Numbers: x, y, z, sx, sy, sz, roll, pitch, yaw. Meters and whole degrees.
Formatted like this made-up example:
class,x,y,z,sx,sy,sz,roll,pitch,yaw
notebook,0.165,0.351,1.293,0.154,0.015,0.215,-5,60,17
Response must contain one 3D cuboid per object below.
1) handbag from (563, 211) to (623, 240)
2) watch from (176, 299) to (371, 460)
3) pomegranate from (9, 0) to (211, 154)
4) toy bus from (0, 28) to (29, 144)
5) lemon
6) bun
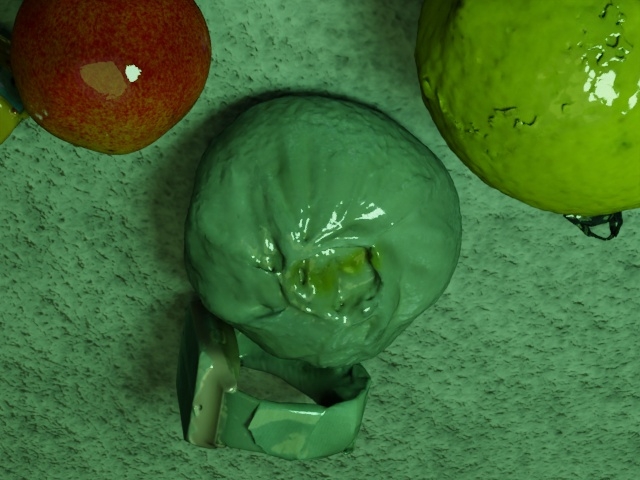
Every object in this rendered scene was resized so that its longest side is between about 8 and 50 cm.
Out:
class,x,y,z,sx,sy,sz,roll,pitch,yaw
handbag,0.347,-0.053,1.813,0.072,0.115,0.139,-23,143,19
watch,-0.057,0.186,1.921,0.241,0.253,0.161,3,119,-13
pomegranate,-0.239,-0.194,1.633,0.221,0.221,0.256,13,147,-9
toy bus,-0.432,-0.147,1.716,0.209,0.136,0.126,-35,121,25
lemon,0.284,-0.198,1.536,0.387,0.349,0.350,16,131,-35
bun,0.000,0.000,1.780,0.362,0.211,0.362,1,120,1
